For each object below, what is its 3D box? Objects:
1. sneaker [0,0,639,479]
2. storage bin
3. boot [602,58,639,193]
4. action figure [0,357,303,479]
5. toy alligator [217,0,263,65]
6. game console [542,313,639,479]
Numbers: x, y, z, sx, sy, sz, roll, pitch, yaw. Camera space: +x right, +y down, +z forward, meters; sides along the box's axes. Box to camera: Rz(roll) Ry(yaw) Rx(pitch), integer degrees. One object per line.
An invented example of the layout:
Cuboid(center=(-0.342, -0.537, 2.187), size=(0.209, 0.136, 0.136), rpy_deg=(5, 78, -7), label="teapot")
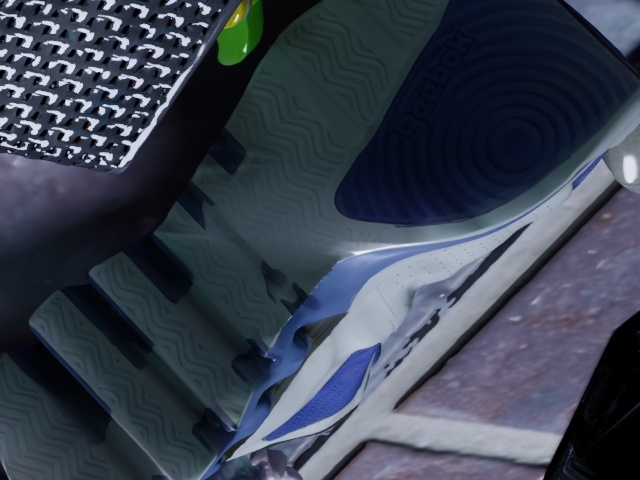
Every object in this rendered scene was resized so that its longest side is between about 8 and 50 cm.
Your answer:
Cuboid(center=(-0.001, 0.001, 0.907), size=(0.315, 0.127, 0.182), rpy_deg=(-41, 171, 7), label="sneaker")
Cuboid(center=(-0.081, -0.122, 0.695), size=(0.084, 0.122, 0.180), rpy_deg=(9, 140, -28), label="storage bin")
Cuboid(center=(0.248, -0.044, 0.874), size=(0.246, 0.161, 0.083), rpy_deg=(-25, 143, 18), label="boot")
Cuboid(center=(-0.131, 0.234, 1.074), size=(0.275, 0.248, 0.370), rpy_deg=(-12, 143, 0), label="action figure")
Cuboid(center=(-0.027, -0.142, 0.751), size=(0.051, 0.056, 0.190), rpy_deg=(32, 140, 8), label="toy alligator")
Cuboid(center=(0.328, 0.121, 1.201), size=(0.361, 0.044, 0.213), rpy_deg=(4, 143, -9), label="game console")
